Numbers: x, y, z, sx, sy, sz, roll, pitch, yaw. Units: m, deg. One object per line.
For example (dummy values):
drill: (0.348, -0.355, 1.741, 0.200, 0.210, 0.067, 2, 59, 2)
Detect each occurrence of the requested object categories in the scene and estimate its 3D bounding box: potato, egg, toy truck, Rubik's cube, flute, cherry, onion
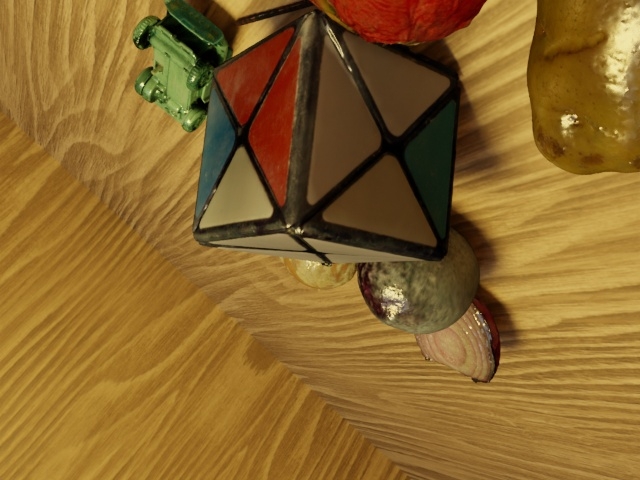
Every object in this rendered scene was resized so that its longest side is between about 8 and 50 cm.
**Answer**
potato: (0.309, -0.236, 0.552, 0.176, 0.195, 0.369, -2, 129, 18)
egg: (0.000, 0.000, 1.254, 0.203, 0.203, 0.245, -3, 109, 52)
toy truck: (-0.271, -0.348, 1.079, 0.155, 0.156, 0.279, 38, 153, -2)
Rubik's cube: (0.012, -0.128, 0.831, 0.310, 0.305, 0.307, 11, 170, -38)
flute: (-0.060, -0.393, 0.910, 0.269, 0.014, 0.014, 9, 142, 44)
cherry: (0.194, 0.062, 1.079, 0.255, 0.296, 0.218, 47, 124, -9)
onion: (0.336, 0.194, 1.278, 0.250, 0.111, 0.247, 16, 125, 55)

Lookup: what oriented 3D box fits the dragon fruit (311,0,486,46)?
dragon fruit: (0.081, -0.347, 0.509, 0.277, 0.277, 0.342, 22, 128, 28)
